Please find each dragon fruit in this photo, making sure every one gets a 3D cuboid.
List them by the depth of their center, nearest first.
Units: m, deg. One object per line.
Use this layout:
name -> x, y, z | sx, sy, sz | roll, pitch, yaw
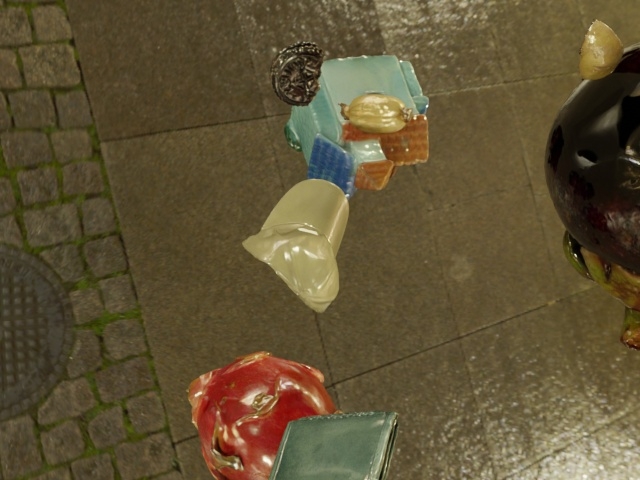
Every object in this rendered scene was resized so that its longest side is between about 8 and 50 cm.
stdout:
dragon fruit -> -0.089, 0.312, 1.118 | 0.250, 0.315, 0.250 | -15, 132, -17

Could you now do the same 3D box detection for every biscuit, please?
biscuit -> -0.026, -0.223, 0.886 | 0.087, 0.089, 0.027 | 37, 26, -39

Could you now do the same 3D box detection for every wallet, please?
wallet -> 0.012, 0.207, 0.637 | 0.026, 0.129, 0.088 | 55, 36, -29

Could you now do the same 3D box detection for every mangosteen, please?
mangosteen -> 0.494, -0.064, 0.880 | 0.382, 0.382, 0.435 | -29, 121, -26

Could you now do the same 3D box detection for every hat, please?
hat -> 0.000, 0.000, 0.963 | 0.166, 0.144, 0.173 | 40, 84, -30

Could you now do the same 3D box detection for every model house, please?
model house -> 0.108, -0.212, 1.468 | 0.294, 0.252, 0.329 | -10, 57, -18

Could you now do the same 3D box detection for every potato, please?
potato -> 0.308, -0.197, 0.725 | 0.037, 0.036, 0.093 | -57, 150, -4

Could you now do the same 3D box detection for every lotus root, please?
lotus root -> 0.102, -0.235, 1.230 | 0.062, 0.150, 0.073 | -40, 132, -51
